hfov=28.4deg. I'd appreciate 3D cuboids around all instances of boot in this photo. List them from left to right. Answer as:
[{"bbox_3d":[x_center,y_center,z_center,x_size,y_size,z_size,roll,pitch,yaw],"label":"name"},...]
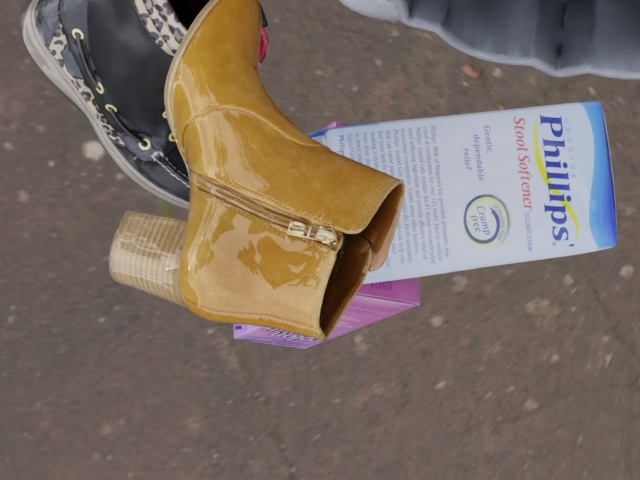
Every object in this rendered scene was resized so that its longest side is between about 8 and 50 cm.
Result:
[{"bbox_3d":[-0.172,-0.199,1.588,0.284,0.138,0.377,-15,123,46],"label":"boot"},{"bbox_3d":[-0.028,-0.067,1.014,0.211,0.104,0.295,10,69,23],"label":"boot"}]

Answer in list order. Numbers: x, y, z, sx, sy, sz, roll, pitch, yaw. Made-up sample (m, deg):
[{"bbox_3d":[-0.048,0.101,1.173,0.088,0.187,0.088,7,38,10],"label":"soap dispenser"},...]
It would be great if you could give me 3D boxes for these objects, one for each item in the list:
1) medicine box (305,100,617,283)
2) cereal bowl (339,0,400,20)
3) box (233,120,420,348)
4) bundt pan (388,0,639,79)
[{"bbox_3d":[0.109,-0.047,1.299,0.289,0.263,0.149,-8,93,-17],"label":"medicine box"},{"bbox_3d":[0.054,-0.425,1.470,0.141,0.339,0.338,5,93,21],"label":"cereal bowl"},{"bbox_3d":[0.000,0.000,1.569,0.243,0.117,0.213,-27,59,52],"label":"box"},{"bbox_3d":[0.180,-0.234,0.804,0.331,0.331,0.124,3,69,16],"label":"bundt pan"}]
